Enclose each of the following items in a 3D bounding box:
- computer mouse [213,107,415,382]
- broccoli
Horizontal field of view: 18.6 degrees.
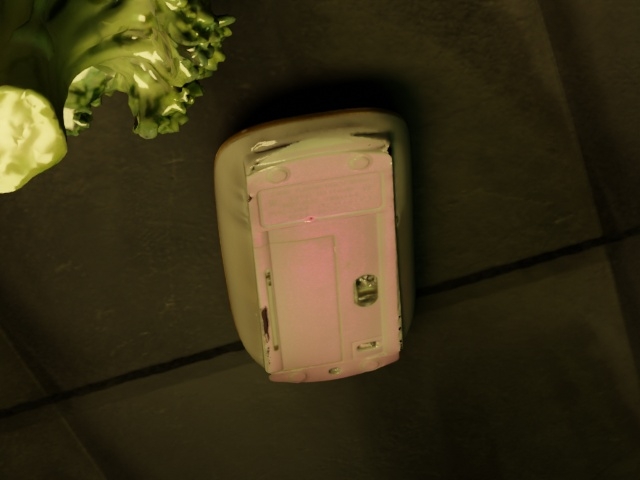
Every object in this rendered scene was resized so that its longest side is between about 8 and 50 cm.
[{"bbox_3d":[0.000,0.000,1.566,0.158,0.071,0.310,-9,140,-4],"label":"computer mouse"},{"bbox_3d":[-0.199,-0.161,1.227,0.288,0.260,0.235,-7,102,-9],"label":"broccoli"}]
